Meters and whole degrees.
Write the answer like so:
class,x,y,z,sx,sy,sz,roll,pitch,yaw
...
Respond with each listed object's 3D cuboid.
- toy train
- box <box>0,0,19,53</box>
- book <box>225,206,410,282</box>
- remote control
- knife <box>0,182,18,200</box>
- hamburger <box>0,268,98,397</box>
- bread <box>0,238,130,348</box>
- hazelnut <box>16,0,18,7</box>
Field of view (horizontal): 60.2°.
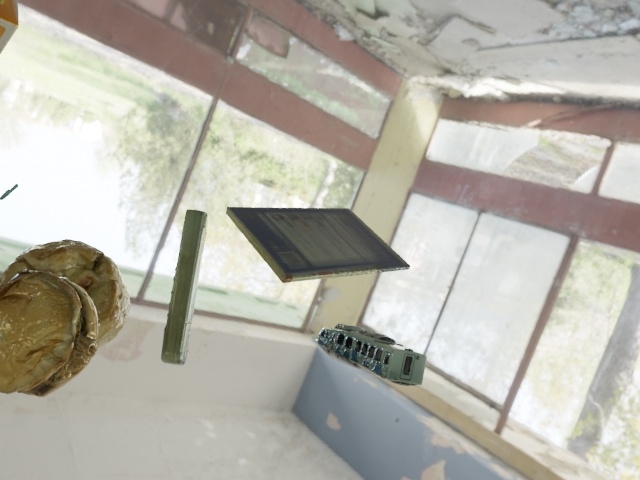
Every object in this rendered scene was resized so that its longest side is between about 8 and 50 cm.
class,x,y,z,sx,sy,sz,roll,pitch,yaw
toy train,0.047,0.125,0.638,0.043,0.047,0.207,14,174,-21
box,-0.635,-0.333,0.826,0.273,0.220,0.091,14,-136,-50
book,0.000,0.000,1.084,0.322,0.018,0.228,-1,-144,-40
remote control,-0.206,0.071,0.843,0.038,0.234,0.098,9,169,-8
knife,-0.701,-0.109,1.241,0.091,0.014,0.005,-24,166,34
hamburger,-0.339,0.109,0.663,0.147,0.138,0.083,52,-177,18
bread,-0.486,0.105,1.052,0.244,0.245,0.134,20,149,-24
hazelnut,-0.612,-0.426,0.970,0.150,0.151,0.150,21,-177,-1
